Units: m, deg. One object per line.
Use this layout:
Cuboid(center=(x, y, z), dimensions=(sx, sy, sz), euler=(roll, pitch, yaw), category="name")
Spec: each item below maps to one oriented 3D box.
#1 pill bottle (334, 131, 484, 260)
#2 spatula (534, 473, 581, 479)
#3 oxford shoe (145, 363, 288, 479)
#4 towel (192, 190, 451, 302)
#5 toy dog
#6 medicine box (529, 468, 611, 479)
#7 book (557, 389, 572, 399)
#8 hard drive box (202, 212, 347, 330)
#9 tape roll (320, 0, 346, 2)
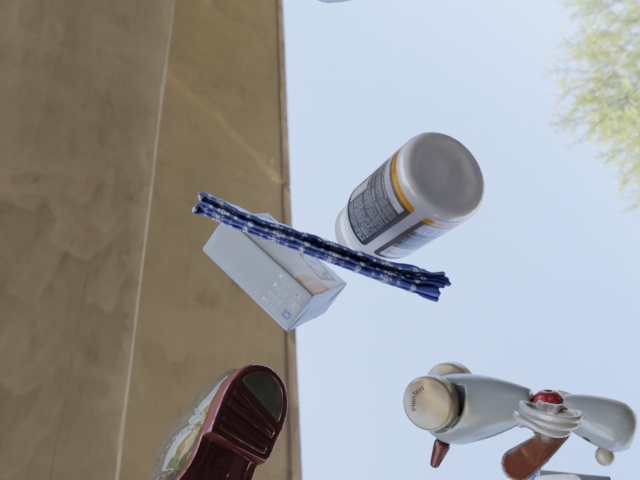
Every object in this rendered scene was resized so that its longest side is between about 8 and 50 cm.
Cuboid(center=(0.142, -0.059, 1.101), dimensions=(0.162, 0.278, 0.162), euler=(9, -113, -23), category="pill bottle")
Cuboid(center=(0.370, 0.494, 1.090), dimensions=(0.019, 0.242, 0.168), euler=(-29, -90, -51), category="spatula")
Cuboid(center=(-0.162, 0.313, 0.768), dimensions=(0.123, 0.130, 0.348), euler=(46, -123, -20), category="oxford shoe")
Cuboid(center=(0.000, 0.000, 0.878), dimensions=(0.336, 0.040, 0.243), euler=(20, -178, -3), category="towel")
Cuboid(center=(0.276, 0.291, 0.949), dimensions=(0.220, 0.333, 0.161), euler=(2, -87, -38), category="toy dog")
Cuboid(center=(0.484, 0.626, 1.286), dimensions=(0.149, 0.289, 0.264), euler=(5, -116, 7), category="medicine box")
Cuboid(center=(0.491, 0.311, 1.183), dimensions=(0.096, 0.035, 0.144), euler=(26, 177, 27), category="book")
Cuboid(center=(-0.086, 0.053, 1.235), dimensions=(0.232, 0.089, 0.181), euler=(41, -163, 14), category="hard drive box")
Cuboid(center=(0.032, -0.294, 0.470), dimensions=(0.072, 0.219, 0.219), euler=(46, -139, 18), category="tape roll")
